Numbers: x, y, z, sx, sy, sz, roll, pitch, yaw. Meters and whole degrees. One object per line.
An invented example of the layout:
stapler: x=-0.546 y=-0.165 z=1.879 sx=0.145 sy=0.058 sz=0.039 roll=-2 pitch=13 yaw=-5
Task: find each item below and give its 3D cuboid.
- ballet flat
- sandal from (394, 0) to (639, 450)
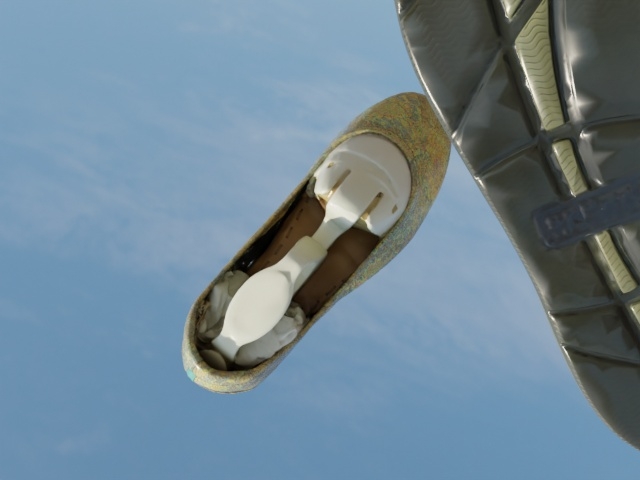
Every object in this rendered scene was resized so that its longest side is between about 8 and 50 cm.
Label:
ballet flat: x=0.000 y=0.000 z=0.875 sx=0.123 sy=0.348 sz=0.123 roll=41 pitch=178 yaw=2
sandal: x=0.114 y=-0.049 z=0.387 sx=0.120 sy=0.302 sz=0.086 roll=-14 pitch=-160 yaw=21
